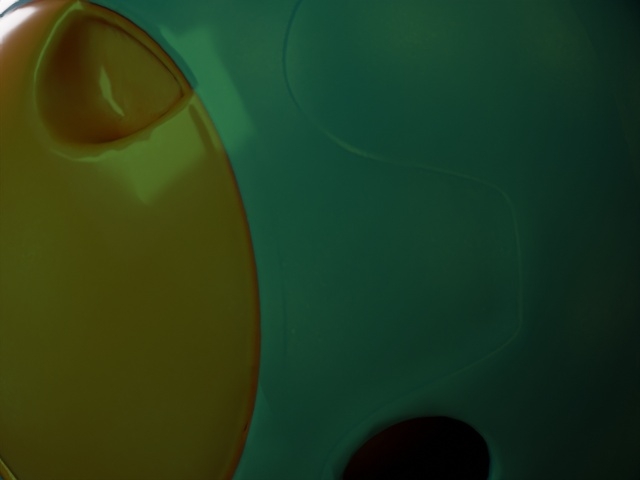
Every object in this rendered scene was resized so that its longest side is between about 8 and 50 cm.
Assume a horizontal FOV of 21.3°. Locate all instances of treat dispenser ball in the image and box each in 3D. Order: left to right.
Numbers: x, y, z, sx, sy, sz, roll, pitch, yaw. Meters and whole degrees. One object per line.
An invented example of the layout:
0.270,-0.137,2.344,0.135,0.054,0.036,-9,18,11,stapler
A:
0.000,0.000,0.622,0.288,0.288,0.288,-29,40,28,treat dispenser ball
